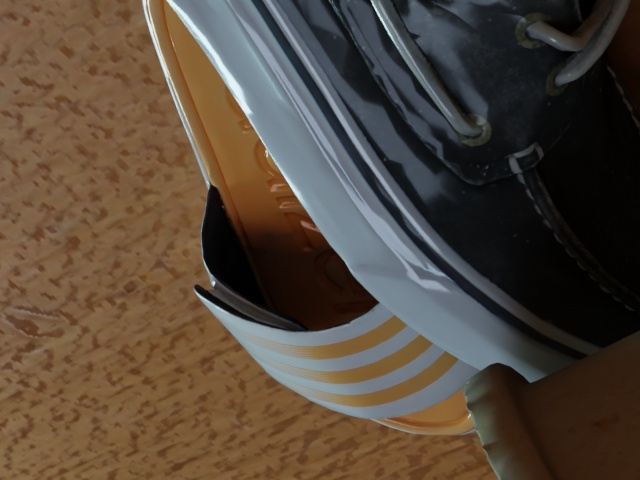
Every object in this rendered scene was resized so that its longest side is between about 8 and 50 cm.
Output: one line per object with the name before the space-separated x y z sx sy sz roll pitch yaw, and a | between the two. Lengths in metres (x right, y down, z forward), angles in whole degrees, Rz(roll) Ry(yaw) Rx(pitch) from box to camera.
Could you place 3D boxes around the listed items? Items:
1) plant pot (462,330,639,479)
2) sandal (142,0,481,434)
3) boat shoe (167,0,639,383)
plant pot | 0.259 0.087 0.482 0.305 0.334 0.334 -36 117 6
sandal | -0.010 0.001 0.685 0.102 0.076 0.265 -8 129 27
boat shoe | 0.040 -0.075 0.560 0.119 0.121 0.335 -24 119 41
